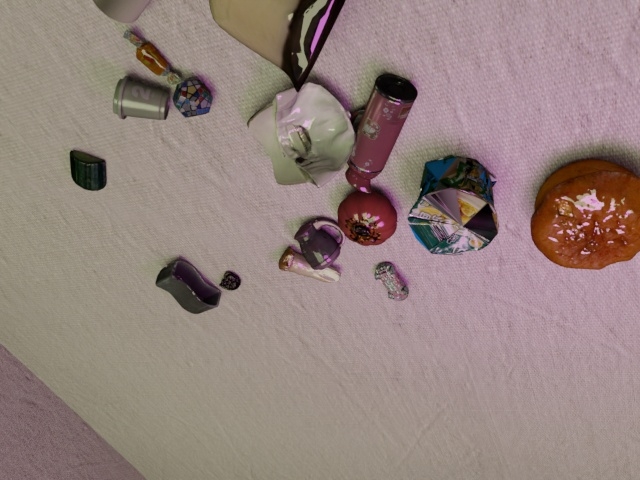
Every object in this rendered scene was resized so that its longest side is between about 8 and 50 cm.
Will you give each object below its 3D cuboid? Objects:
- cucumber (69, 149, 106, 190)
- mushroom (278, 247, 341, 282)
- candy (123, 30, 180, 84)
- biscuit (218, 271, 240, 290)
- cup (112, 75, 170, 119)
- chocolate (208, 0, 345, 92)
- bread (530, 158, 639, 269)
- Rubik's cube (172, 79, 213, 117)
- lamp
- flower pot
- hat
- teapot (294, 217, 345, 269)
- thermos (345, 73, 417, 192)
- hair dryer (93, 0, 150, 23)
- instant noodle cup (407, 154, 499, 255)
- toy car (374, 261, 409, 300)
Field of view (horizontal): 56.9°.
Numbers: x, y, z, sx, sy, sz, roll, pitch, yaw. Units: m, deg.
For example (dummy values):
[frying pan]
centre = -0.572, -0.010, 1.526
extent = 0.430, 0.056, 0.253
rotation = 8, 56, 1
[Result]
[cucumber]
centre = -0.757, -0.223, 1.905
extent = 0.116, 0.062, 0.115
rotation = 18, 131, -1
[mushroom]
centre = -0.035, 0.088, 1.965
extent = 0.209, 0.071, 0.084
rotation = 18, 103, -4
[candy]
centre = -0.448, -0.486, 1.570
extent = 0.053, 0.046, 0.182
rotation = -27, 125, 32
[biscuit]
centre = -0.331, 0.148, 2.140
extent = 0.089, 0.027, 0.087
rotation = -5, 131, 22
[cup]
centre = -0.494, -0.383, 1.638
extent = 0.141, 0.120, 0.120
rotation = 14, 135, -8
[chocolate]
centre = -0.094, -0.524, 1.223
extent = 0.297, 0.326, 0.314
rotation = 20, 133, -7
[bread]
centre = 0.693, -0.068, 1.517
extent = 0.312, 0.172, 0.312
rotation = 6, 130, 7
[Rubik's cube]
centre = -0.346, -0.384, 1.599
extent = 0.111, 0.093, 0.111
rotation = 10, 137, 9
[lamp]
centre = 0.134, -0.059, 1.720
extent = 0.182, 0.140, 0.182
rotation = 12, 138, 11
[flower pot]
centre = -0.481, 0.174, 2.160
extent = 0.108, 0.103, 0.229
rotation = -23, 123, 34
[hat]
centre = -0.053, -0.274, 1.594
extent = 0.301, 0.168, 0.258
rotation = -8, 109, 55
[teapot]
centre = -0.005, 0.006, 1.847
extent = 0.148, 0.116, 0.146
rotation = -29, 108, 41
[thermos]
centre = 0.128, -0.268, 1.544
extent = 0.136, 0.109, 0.330
rotation = 20, 135, -2
[hair dryer]
centre = -0.518, -0.702, 1.351
extent = 0.362, 0.128, 0.203
rotation = 45, 131, -14
[instant noodle cup]
centre = 0.361, -0.101, 1.578
extent = 0.240, 0.178, 0.240
rotation = 9, 134, 10
[toy car]
centre = 0.235, 0.133, 1.927
extent = 0.069, 0.055, 0.142
rotation = -24, 107, 33
